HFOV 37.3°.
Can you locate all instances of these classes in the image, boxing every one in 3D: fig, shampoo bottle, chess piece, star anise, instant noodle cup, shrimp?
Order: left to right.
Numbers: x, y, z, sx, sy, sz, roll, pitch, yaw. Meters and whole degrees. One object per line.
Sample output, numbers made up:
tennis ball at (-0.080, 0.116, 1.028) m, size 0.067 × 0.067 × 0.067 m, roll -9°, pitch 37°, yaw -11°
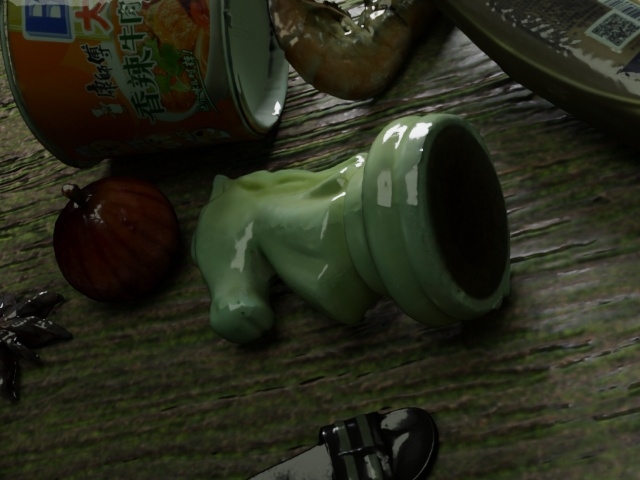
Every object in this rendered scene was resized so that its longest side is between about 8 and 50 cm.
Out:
star anise at (-0.319, 0.097, 0.943) m, size 0.141 × 0.042 × 0.141 m, roll -13°, pitch 48°, yaw 15°
fig at (-0.209, 0.000, 0.917) m, size 0.128 × 0.150 × 0.128 m, roll 0°, pitch 90°, yaw 39°
instant noodle cup at (-0.159, -0.217, 0.979) m, size 0.214 × 0.296 × 0.296 m, roll 0°, pitch 53°, yaw 12°
chess piece at (0.000, 0.000, 0.821) m, size 0.298 × 0.176 × 0.176 m, roll -9°, pitch 49°, yaw 35°
shrimp at (0.059, -0.278, 1.008) m, size 0.296 × 0.169 × 0.058 m, roll -51°, pitch 14°, yaw -23°
shampoo bottle at (0.207, -0.204, 0.881) m, size 0.125 × 0.084 × 0.350 m, roll -40°, pitch 56°, yaw -17°

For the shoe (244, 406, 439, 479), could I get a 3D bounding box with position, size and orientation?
shoe at (0.005, 0.176, 0.725) m, size 0.179 × 0.049 × 0.071 m, roll -24°, pitch 48°, yaw 5°
